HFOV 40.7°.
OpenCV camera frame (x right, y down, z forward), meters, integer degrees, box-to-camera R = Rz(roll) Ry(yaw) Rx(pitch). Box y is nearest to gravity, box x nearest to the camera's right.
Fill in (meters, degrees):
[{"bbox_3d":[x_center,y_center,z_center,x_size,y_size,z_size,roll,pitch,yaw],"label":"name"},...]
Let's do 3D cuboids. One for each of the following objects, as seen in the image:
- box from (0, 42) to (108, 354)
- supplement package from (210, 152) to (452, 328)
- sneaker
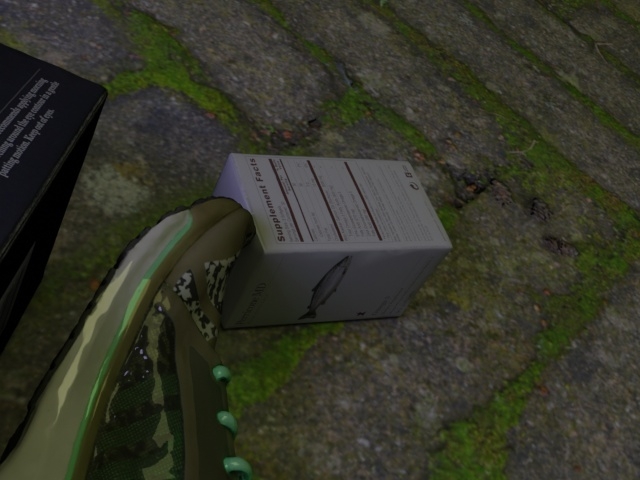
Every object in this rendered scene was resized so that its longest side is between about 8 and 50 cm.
[{"bbox_3d":[-0.319,-0.010,0.449,0.312,0.179,0.343,23,27,-11],"label":"box"},{"bbox_3d":[0.000,0.000,0.732,0.179,0.105,0.105,-1,52,-30],"label":"supplement package"},{"bbox_3d":[-0.099,0.149,0.522,0.182,0.158,0.410,30,50,-9],"label":"sneaker"}]
